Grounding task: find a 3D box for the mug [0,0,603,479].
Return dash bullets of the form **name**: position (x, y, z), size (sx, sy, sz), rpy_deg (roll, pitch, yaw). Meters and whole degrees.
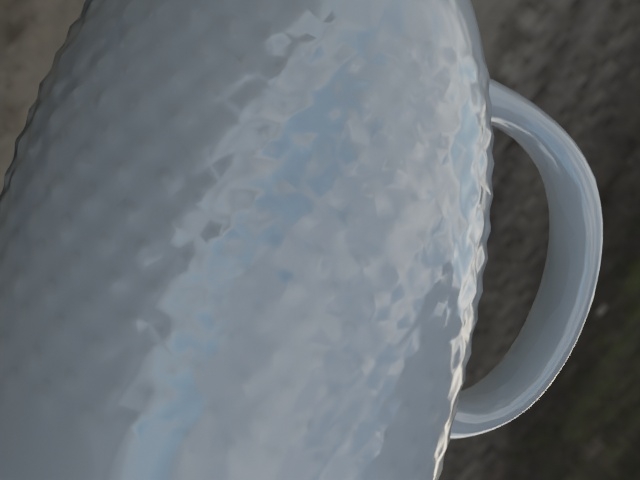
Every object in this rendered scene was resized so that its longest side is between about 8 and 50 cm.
- **mug**: position (0.000, 0.000, 1.089), size (0.374, 0.276, 0.328), rpy_deg (12, 93, -28)
